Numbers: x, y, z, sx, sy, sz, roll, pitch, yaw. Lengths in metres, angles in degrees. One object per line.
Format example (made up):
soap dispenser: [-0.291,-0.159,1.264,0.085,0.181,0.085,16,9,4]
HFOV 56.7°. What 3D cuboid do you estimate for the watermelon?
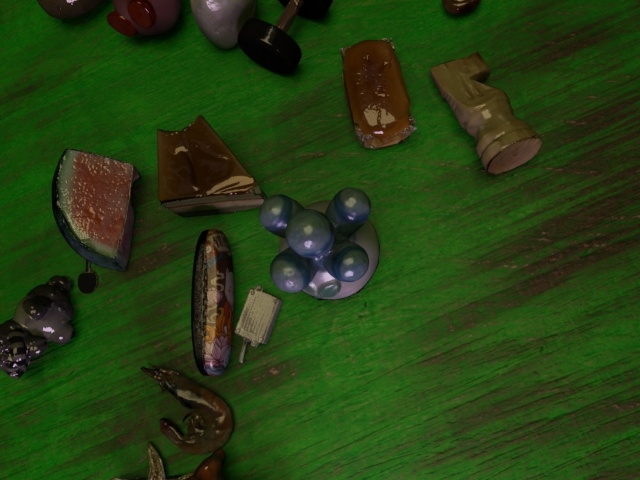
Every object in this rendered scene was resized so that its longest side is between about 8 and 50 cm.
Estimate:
watermelon: [-0.518,-0.087,1.384,0.226,0.148,0.318,-27,77,-7]

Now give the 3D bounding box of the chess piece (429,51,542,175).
chess piece: [0.357,-0.296,1.326,0.137,0.137,0.300,-27,66,2]

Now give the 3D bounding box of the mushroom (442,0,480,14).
mushroom: [0.343,-0.595,1.393,0.088,0.073,0.129,34,119,26]

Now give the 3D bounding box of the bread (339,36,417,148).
bread: [0.127,-0.338,1.361,0.136,0.107,0.241,-12,78,2]

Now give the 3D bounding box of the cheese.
cheese: [-0.228,-0.582,1.415,0.155,0.198,0.188,-7,73,-2]

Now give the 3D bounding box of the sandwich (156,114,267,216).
sandwich: [-0.239,-0.172,1.350,0.228,0.155,0.198,-5,78,7]

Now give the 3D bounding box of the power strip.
power strip: [-0.146,0.190,1.324,0.075,0.042,0.175,20,84,11]

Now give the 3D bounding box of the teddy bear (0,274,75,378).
teddy bear: [-0.643,0.201,1.333,0.144,0.171,0.251,43,81,-7]

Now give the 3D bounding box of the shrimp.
shrimp: [-0.308,0.370,1.307,0.251,0.052,0.143,35,88,12]

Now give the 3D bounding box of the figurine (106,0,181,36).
figurine: [-0.422,-0.591,1.456,0.173,0.173,0.173,-1,79,7]

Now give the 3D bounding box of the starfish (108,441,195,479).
starfish: [-0.358,0.524,1.282,0.208,0.053,0.175,-7,68,-5]

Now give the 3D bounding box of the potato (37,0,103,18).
potato: [-0.608,-0.675,1.507,0.165,0.165,0.262,34,91,13]

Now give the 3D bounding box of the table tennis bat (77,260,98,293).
table tennis bat: [-0.556,0.085,1.419,0.050,0.007,0.083,-4,80,7]

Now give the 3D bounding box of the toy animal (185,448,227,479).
toy animal: [-0.164,0.607,1.174,0.338,0.216,0.191,41,114,10]

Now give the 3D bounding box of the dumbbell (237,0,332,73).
dumbbell: [-0.082,-0.523,1.400,0.153,0.152,0.218,27,84,12]

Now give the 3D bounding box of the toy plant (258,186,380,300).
toy plant: [0.000,0.000,1.196,0.247,0.332,0.247,-1,81,7]

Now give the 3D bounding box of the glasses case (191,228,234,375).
glasses case: [-0.236,0.134,1.307,0.082,0.122,0.320,-3,79,9]
